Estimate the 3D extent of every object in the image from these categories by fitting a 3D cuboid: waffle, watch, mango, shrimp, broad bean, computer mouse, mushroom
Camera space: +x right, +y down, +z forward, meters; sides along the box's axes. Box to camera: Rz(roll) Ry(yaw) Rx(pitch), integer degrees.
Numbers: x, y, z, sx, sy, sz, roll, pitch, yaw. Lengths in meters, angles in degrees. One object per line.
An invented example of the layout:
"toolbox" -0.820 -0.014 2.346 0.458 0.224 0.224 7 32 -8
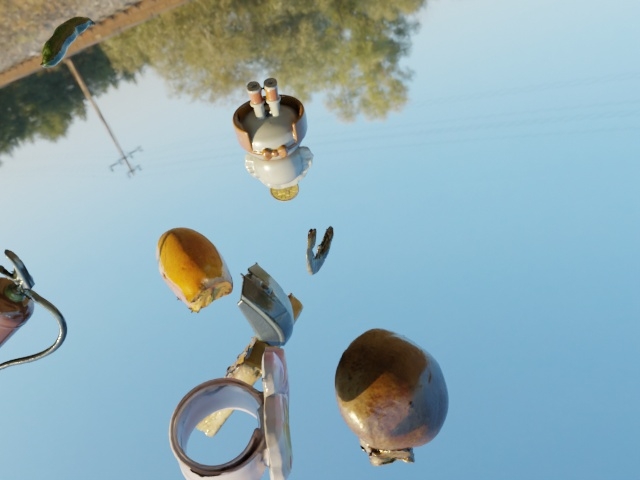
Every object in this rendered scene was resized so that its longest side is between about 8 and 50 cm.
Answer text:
"waffle" -0.182 0.316 1.672 0.304 0.078 0.348 -52 -179 30
"watch" -0.163 0.331 1.187 0.218 0.210 0.248 -4 -131 -3
"mango" -0.283 0.055 1.392 0.126 0.153 0.252 -24 -141 -25
"shrimp" -0.003 -0.001 1.846 0.035 0.147 0.195 7 -129 22
"broad bean" -0.703 -0.558 1.765 0.047 0.065 0.254 -4 -135 28
"computer mouse" -0.116 0.150 1.487 0.071 0.231 0.126 -10 -145 25
"mushroom" 0.157 0.338 1.357 0.263 0.282 0.195 -9 -165 -42

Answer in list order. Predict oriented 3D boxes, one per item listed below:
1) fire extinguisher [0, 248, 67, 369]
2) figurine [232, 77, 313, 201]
"fire extinguisher" -0.660 0.188 1.311 0.376 0.200 0.113 -43 -143 19
"figurine" -0.087 -0.181 1.237 0.143 0.271 0.143 -7 -150 4
